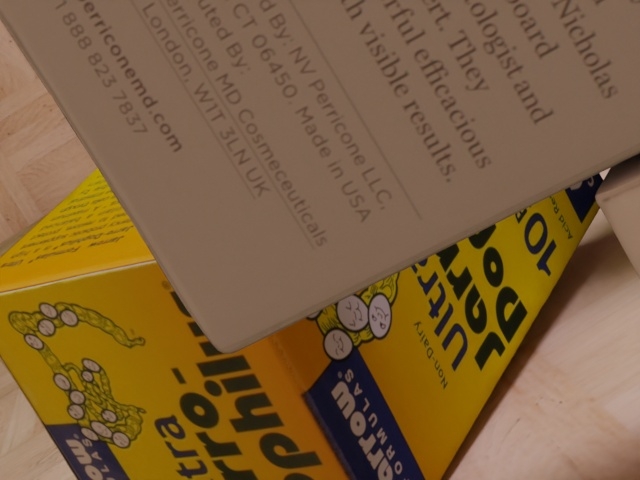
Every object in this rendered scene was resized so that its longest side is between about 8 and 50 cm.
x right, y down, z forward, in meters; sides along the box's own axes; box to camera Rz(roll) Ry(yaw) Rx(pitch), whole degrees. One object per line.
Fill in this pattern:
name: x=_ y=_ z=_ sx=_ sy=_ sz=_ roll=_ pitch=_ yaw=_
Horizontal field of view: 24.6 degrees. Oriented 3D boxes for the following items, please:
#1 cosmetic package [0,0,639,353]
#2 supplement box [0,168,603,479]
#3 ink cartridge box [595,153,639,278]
cosmetic package: x=0.135 y=-0.155 z=0.517 sx=0.453 sy=0.161 sz=0.230 roll=-27 pitch=13 yaw=20
supplement box: x=0.000 y=0.000 z=0.868 sx=0.195 sy=0.194 sz=0.356 roll=-12 pitch=26 yaw=38
ink cartridge box: x=0.234 y=-0.019 z=0.528 sx=0.168 sy=0.171 sz=0.233 roll=-24 pitch=15 yaw=33
